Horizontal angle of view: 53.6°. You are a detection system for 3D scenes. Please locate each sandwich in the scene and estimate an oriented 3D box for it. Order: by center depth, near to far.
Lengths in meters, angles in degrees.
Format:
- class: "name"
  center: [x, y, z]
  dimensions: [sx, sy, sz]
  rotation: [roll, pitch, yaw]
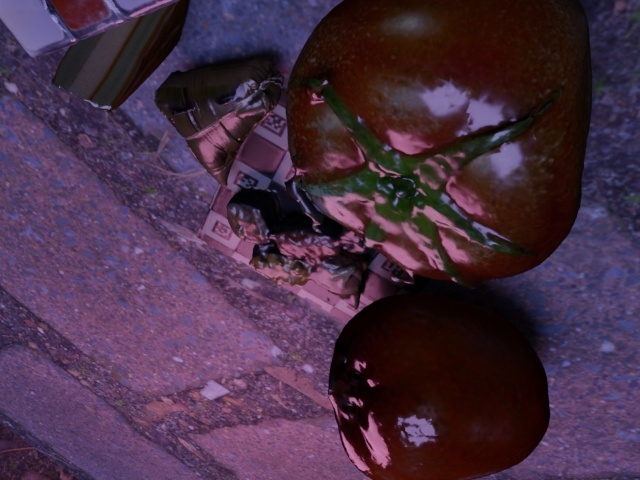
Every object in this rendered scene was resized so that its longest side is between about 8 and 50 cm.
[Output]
- class: "sandwich"
  center: [-0.216, -0.236, 0.695]
  dimensions: [0.079, 0.163, 0.113]
  rotation: [28, 137, -3]

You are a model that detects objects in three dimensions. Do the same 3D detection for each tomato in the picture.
- class: "tomato"
  center: [0.123, -0.113, 0.602]
  dimensions: [0.304, 0.239, 0.303]
  rotation: [24, 143, 19]

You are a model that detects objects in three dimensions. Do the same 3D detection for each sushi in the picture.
- class: "sushi"
  center: [0.000, 0.000, 0.902]
  dimensions: [0.343, 0.064, 0.359]
  rotation: [30, 137, -5]

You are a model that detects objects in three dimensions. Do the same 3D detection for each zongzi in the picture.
- class: "zongzi"
  center: [-0.089, -0.140, 0.795]
  dimensions: [0.189, 0.081, 0.178]
  rotation: [-2, 135, 27]

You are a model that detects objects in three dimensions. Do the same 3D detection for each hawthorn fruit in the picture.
- class: "hawthorn fruit"
  center: [0.160, 0.206, 0.880]
  dimensions: [0.312, 0.295, 0.295]
  rotation: [8, 135, 12]

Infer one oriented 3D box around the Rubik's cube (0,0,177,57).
- class: "Rubik's cube"
  center: [-0.161, -0.337, 0.497]
  dimensions: [0.254, 0.259, 0.256]
  rotation: [-8, 129, 30]
